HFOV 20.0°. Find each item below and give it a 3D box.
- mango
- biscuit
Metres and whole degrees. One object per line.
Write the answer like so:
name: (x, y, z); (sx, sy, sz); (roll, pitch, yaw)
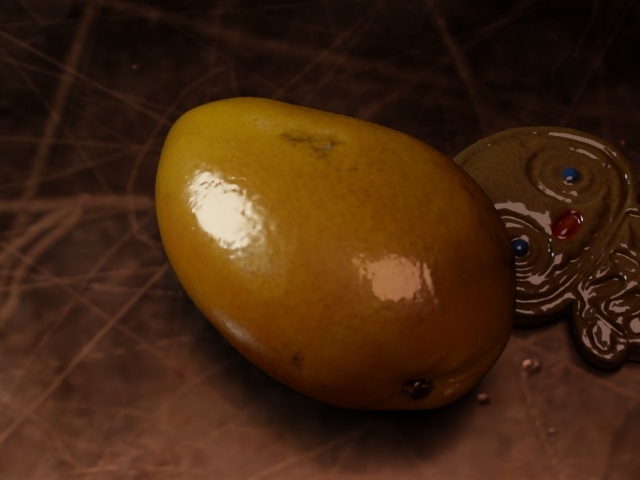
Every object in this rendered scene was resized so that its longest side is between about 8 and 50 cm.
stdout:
mango: (0.000, 0.000, 0.924); (0.219, 0.112, 0.145); (35, 66, 28)
biscuit: (0.142, 0.003, 0.971); (0.175, 0.026, 0.124); (30, 65, 13)
